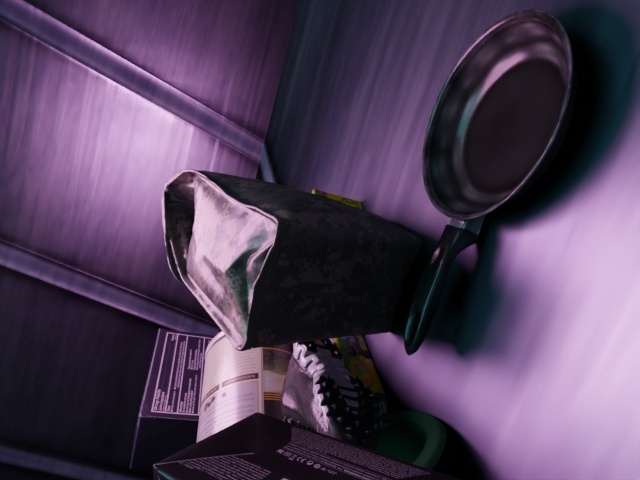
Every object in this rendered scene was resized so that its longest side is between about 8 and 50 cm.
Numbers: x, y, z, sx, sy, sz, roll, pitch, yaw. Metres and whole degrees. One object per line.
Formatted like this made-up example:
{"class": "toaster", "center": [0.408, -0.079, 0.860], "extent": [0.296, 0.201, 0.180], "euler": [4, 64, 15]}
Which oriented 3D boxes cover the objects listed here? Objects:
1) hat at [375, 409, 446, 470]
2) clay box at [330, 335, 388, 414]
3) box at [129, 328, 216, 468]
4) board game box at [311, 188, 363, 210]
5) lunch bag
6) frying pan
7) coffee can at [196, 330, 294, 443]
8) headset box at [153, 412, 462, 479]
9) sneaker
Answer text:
{"class": "hat", "center": [0.074, 0.301, 0.423], "extent": [0.184, 0.172, 0.208], "euler": [63, 149, 4]}
{"class": "clay box", "center": [0.025, 0.204, 0.620], "extent": [0.222, 0.053, 0.128], "euler": [-110, 38, -59]}
{"class": "box", "center": [-0.294, 0.398, 1.064], "extent": [0.296, 0.293, 0.183], "euler": [-112, 39, -61]}
{"class": "board game box", "center": [0.000, 0.000, 0.767], "extent": [0.043, 0.092, 0.181], "euler": [-100, 29, -48]}
{"class": "lunch bag", "center": [-0.059, 0.005, 0.566], "extent": [0.287, 0.235, 0.169], "euler": [32, 110, 45]}
{"class": "frying pan", "center": [0.159, -0.052, 0.394], "extent": [0.197, 0.053, 0.327], "euler": [152, 126, -67]}
{"class": "coffee can", "center": [-0.104, 0.304, 0.703], "extent": [0.276, 0.201, 0.202], "euler": [-103, 31, -53]}
{"class": "headset box", "center": [0.001, 0.299, 0.275], "extent": [0.217, 0.110, 0.294], "euler": [-2, 91, 37]}
{"class": "sneaker", "center": [0.003, 0.198, 0.497], "extent": [0.234, 0.078, 0.106], "euler": [-142, 71, -71]}
